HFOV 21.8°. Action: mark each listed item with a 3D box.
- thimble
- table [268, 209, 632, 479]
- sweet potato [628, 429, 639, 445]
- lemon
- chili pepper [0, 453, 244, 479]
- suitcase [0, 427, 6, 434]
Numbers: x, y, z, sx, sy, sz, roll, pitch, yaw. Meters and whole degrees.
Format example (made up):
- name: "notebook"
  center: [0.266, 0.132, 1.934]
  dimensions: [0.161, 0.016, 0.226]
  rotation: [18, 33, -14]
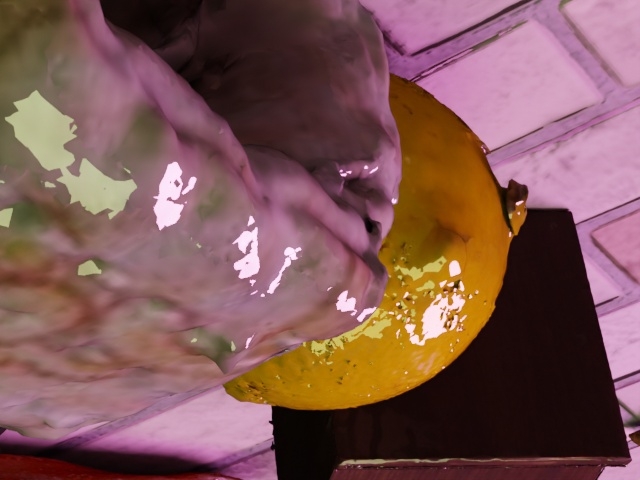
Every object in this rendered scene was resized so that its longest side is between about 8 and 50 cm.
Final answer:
- name: "thimble"
  center: [-0.111, -0.070, 0.610]
  dimensions: [0.195, 0.292, 0.291]
  rotation: [-22, 144, 24]
- name: "table"
  center: [0.066, 0.103, 1.007]
  dimensions: [0.172, 0.169, 0.193]
  rotation: [1, 145, -12]
- name: "sweet potato"
  center: [0.342, 0.117, 1.185]
  dimensions: [0.249, 0.059, 0.069]
  rotation: [-25, 123, 31]
- name: "lemon"
  center: [0.000, 0.000, 0.841]
  dimensions: [0.206, 0.174, 0.173]
  rotation: [-15, 148, 36]
- name: "chili pepper"
  center: [-0.163, 0.212, 1.192]
  dimensions: [0.252, 0.136, 0.144]
  rotation: [1, 119, -26]
- name: "suitcase"
  center: [-0.314, 0.135, 0.948]
  dimensions: [0.206, 0.066, 0.285]
  rotation: [-43, 161, 23]
